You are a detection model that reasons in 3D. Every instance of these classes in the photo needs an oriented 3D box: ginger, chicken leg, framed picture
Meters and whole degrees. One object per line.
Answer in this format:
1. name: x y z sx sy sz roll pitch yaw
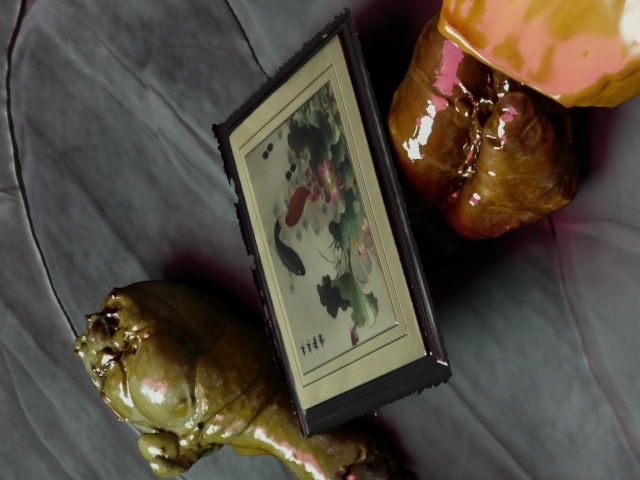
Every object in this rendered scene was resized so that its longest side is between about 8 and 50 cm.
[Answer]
1. ginger: 0.083 -0.064 0.821 0.103 0.073 0.162 37 131 25
2. chicken leg: -0.056 0.101 1.023 0.227 0.103 0.088 36 116 21
3. framed picture: 0.000 0.000 0.911 0.195 0.010 0.199 -35 69 63

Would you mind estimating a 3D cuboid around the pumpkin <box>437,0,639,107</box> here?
1. pumpkin: 0.143 -0.160 0.680 0.258 0.095 0.290 -14 100 31
